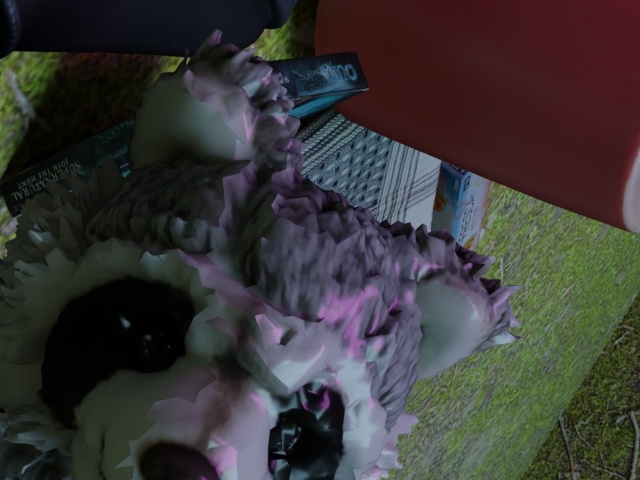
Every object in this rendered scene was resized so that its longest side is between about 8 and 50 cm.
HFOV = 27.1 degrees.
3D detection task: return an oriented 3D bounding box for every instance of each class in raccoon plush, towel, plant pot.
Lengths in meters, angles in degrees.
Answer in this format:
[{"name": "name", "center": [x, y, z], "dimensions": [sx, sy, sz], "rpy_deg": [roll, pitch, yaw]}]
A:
[{"name": "raccoon plush", "center": [-0.115, 0.040, 0.606], "dimensions": [0.216, 0.446, 0.299], "rpy_deg": [35, 94, -32]}, {"name": "towel", "center": [0.000, 0.000, 1.144], "dimensions": [0.312, 0.056, 0.324], "rpy_deg": [-40, 156, -32]}, {"name": "plant pot", "center": [0.174, -0.146, 0.936], "dimensions": [0.275, 0.243, 0.275], "rpy_deg": [-38, 147, -30]}]

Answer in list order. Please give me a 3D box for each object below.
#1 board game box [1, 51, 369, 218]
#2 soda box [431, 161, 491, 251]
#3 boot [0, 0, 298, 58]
[{"name": "board game box", "center": [-0.080, -0.061, 0.772], "dimensions": [0.186, 0.026, 0.126], "rpy_deg": [-21, 178, 34]}, {"name": "soda box", "center": [0.131, -0.040, 1.352], "dimensions": [0.063, 0.058, 0.183], "rpy_deg": [-43, 156, -26]}, {"name": "boot", "center": [-0.214, -0.020, 0.532], "dimensions": [0.445, 0.146, 0.367], "rpy_deg": [-53, 161, -1]}]
